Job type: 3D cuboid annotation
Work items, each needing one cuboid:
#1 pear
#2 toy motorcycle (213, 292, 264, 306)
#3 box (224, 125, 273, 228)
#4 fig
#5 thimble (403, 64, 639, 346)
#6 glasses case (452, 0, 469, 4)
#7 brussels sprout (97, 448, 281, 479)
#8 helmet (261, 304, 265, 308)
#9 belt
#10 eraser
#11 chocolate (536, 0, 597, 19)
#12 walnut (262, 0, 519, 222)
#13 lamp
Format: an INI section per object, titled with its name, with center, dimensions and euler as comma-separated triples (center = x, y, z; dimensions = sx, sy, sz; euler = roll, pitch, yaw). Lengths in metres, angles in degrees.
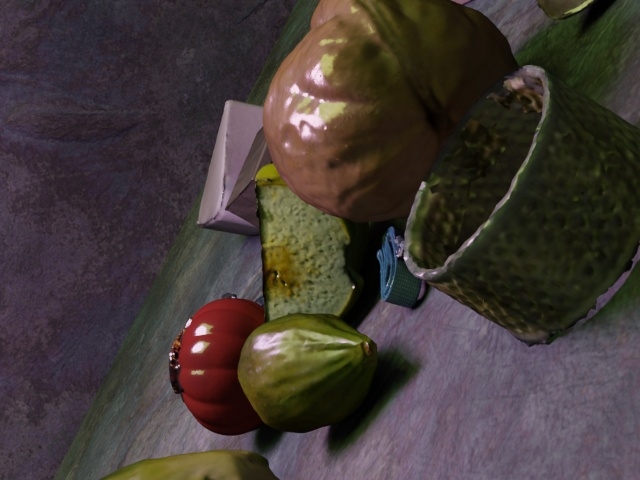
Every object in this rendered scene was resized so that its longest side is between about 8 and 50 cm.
[pear]
center = 0.000, 0.000, 1.800
dimensions = 0.292, 0.159, 0.292
euler = 0, -90, -81
[toy motorcycle]
center = -0.174, 0.184, 2.190
dimensions = 0.270, 0.106, 0.159
euler = -12, 53, 57
[box]
center = -0.078, -0.150, 2.403
dimensions = 0.155, 0.149, 0.231
euler = -43, 23, 50
[fig]
center = 0.000, 0.169, 1.542
dimensions = 0.233, 0.167, 0.167
euler = -27, 29, 24
[thimble]
center = 0.218, -0.041, 1.196
dimensions = 0.271, 0.150, 0.271
euler = -54, 16, 24
[glasses case]
center = 0.222, -0.498, 2.066
dimensions = 0.076, 0.144, 0.336
euler = -64, 16, -7
[brussels sprout]
center = -0.196, 0.436, 1.456
dimensions = 0.371, 0.315, 0.276
euler = -47, 42, 26
[helmet]
center = -0.062, 0.129, 2.021
dimensions = 0.084, 0.049, 0.065
euler = -10, 12, 38
[belt]
center = 0.119, 0.021, 1.594
dimensions = 0.179, 0.065, 0.100
euler = -96, 28, -65
[eraser]
center = -0.178, -0.125, 2.605
dimensions = 0.331, 0.150, 0.331
euler = -168, 90, -77
[chocolate]
center = 0.308, -0.454, 1.483
dimensions = 0.185, 0.303, 0.100
euler = -36, -10, 34
[walnut]
center = 0.098, -0.184, 1.537
dimensions = 0.381, 0.381, 0.381
euler = -54, 16, 23
[lamp]
center = -0.150, 0.206, 1.842
dimensions = 0.227, 0.227, 0.227
euler = -54, 16, 23
